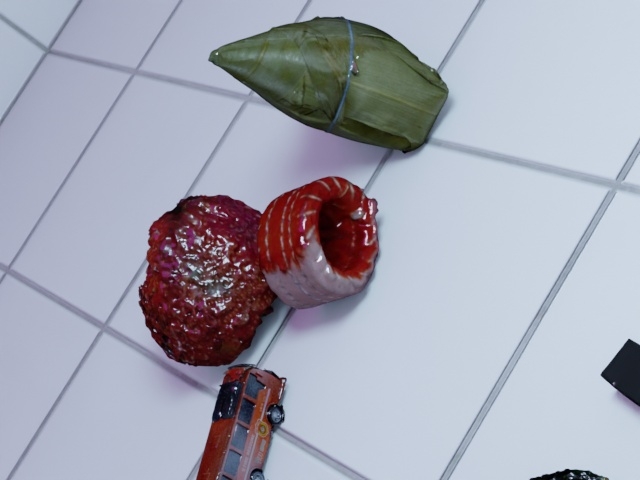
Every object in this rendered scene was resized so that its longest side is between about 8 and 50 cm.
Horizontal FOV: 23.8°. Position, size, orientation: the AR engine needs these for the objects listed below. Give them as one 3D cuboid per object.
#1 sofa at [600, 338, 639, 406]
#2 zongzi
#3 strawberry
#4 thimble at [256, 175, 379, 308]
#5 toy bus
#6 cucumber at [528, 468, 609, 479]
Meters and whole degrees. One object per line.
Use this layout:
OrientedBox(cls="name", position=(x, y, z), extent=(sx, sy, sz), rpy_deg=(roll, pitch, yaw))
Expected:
OrientedBox(cls="sofa", position=(0.381, 0.164, 1.745), extent=(0.060, 0.039, 0.118), rpy_deg=(-54, 33, 2))
OrientedBox(cls="zongzi", position=(-0.041, -0.283, 2.386), extent=(0.356, 0.392, 0.174), rpy_deg=(43, 119, 61))
OrientedBox(cls="strawberry", position=(-0.186, 0.049, 2.399), extent=(0.274, 0.220, 0.274), rpy_deg=(-30, 38, 26))
OrientedBox(cls="thimble", position=(-0.004, 0.003, 2.262), extent=(0.125, 0.163, 0.190), rpy_deg=(-21, 44, 42))
OrientedBox(cls="toy bus", position=(-0.117, 0.290, 2.204), extent=(0.073, 0.096, 0.235), rpy_deg=(-16, 49, 40))
OrientedBox(cls="cucumber", position=(0.215, 0.326, 1.775), extent=(0.300, 0.072, 0.072), rpy_deg=(-26, 42, 33))
